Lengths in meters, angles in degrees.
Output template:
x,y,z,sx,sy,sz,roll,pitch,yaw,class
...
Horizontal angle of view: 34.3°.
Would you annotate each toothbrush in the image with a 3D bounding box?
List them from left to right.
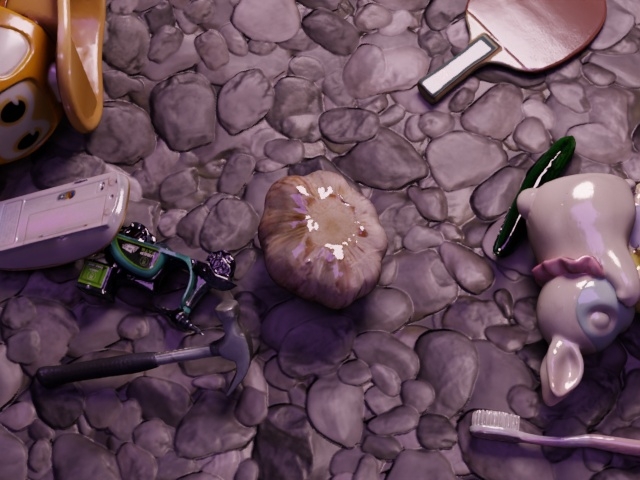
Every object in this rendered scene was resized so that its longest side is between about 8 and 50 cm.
x,y,z,sx,sy,sz,roll,pitch,yaw,class
0.310,0.211,1.086,0.307,0.025,0.030,7,61,7,toothbrush

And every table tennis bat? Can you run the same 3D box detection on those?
x,y,z,sx,sy,sz,roll,pitch,yaw,class
0.232,-0.257,1.283,0.274,0.021,0.154,-37,70,-12,table tennis bat

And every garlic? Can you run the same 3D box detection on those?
x,y,z,sx,sy,sz,roll,pitch,yaw,class
0.000,0.000,1.153,0.147,0.102,0.159,-32,81,-23,garlic

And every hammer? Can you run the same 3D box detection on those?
x,y,z,sx,sy,sz,roll,pitch,yaw,class
-0.192,0.137,1.132,0.246,0.029,0.103,-12,109,11,hammer

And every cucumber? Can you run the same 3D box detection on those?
x,y,z,sx,sy,sz,roll,pitch,yaw,class
0.244,-0.052,1.193,0.036,0.033,0.184,20,68,38,cucumber

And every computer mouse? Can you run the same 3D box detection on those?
x,y,z,sx,sy,sz,roll,pitch,yaw,class
-0.301,-0.021,1.193,0.199,0.045,0.102,-14,54,21,computer mouse

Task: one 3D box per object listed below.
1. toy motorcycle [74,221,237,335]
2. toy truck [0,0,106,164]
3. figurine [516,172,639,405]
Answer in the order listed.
x,y,z,sx,sy,sz,roll,pitch,yaw,class
-0.180,0.041,1.171,0.173,0.058,0.100,17,77,11,toy motorcycle
-0.371,-0.223,1.210,0.211,0.204,0.288,2,67,2,toy truck
0.294,0.055,1.102,0.155,0.127,0.236,4,71,-11,figurine
